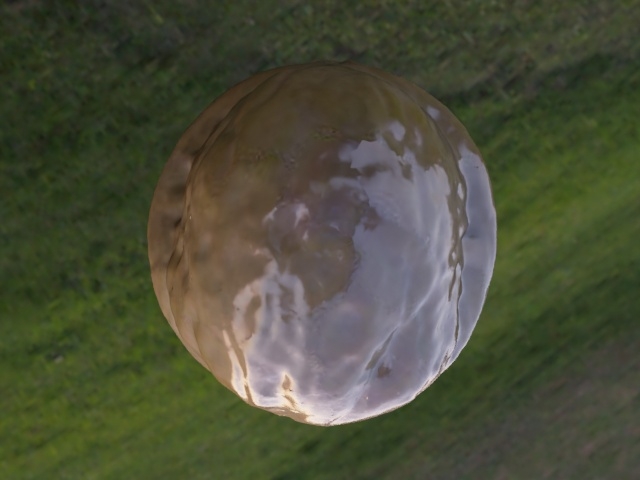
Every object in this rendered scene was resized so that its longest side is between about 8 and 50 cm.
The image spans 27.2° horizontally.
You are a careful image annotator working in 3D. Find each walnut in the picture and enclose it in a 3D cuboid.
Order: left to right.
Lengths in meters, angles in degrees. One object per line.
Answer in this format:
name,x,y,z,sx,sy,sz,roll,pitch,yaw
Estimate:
walnut,0.000,0.000,1.338,0.381,0.381,0.381,-32,158,-15
